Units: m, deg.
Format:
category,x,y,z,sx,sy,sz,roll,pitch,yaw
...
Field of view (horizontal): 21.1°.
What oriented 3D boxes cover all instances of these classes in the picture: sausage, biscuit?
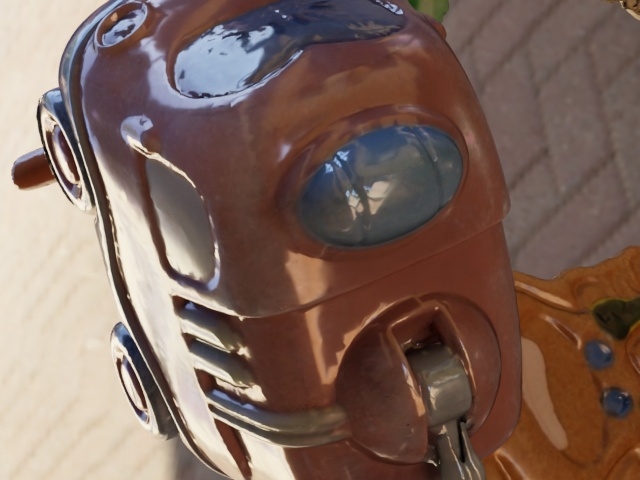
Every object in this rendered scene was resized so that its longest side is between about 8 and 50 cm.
category,x,y,z,sx,sy,sz,roll,pitch,yaw
sausage,-0.234,-0.066,1.493,0.083,0.034,0.034,-18,58,31
biscuit,0.164,0.110,1.218,0.047,0.334,0.202,-48,55,59

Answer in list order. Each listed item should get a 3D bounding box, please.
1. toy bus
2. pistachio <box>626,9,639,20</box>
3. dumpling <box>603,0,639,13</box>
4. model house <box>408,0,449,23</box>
category,x,y,z,sx,sy,sz,roll,pitch,yaw
toy bus,0.000,0.000,0.865,0.232,0.197,0.294,30,137,61
pistachio,0.313,-0.278,1.469,0.110,0.100,0.189,175,106,-85
dumpling,0.166,-0.227,1.161,0.118,0.199,0.136,-41,45,8
model house,-0.084,-0.256,1.518,0.325,0.267,0.194,15,82,41
